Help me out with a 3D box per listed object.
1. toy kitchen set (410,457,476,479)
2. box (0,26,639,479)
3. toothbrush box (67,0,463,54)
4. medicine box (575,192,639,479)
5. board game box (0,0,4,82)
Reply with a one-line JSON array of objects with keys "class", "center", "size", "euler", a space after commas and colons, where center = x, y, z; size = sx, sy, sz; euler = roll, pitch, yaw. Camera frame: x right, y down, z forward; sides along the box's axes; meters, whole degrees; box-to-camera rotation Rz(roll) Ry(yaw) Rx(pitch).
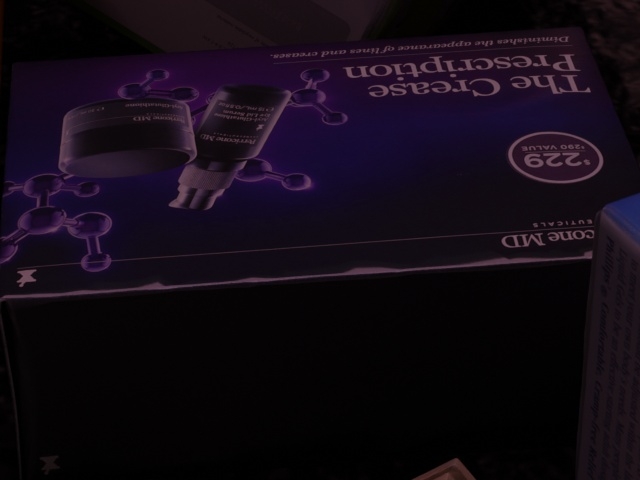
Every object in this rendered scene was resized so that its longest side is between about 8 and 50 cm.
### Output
[{"class": "toy kitchen set", "center": [0.030, 0.137, 0.691], "size": [0.083, 0.075, 0.068], "euler": [-31, 17, 32]}, {"class": "box", "center": [0.000, 0.000, 0.829], "size": [0.261, 0.103, 0.184], "euler": [-4, 38, -4]}, {"class": "toothbrush box", "center": [-0.010, -0.196, 1.011], "size": [0.206, 0.122, 0.283], "euler": [32, 38, 6]}, {"class": "medicine box", "center": [0.275, 0.079, 0.661], "size": [0.263, 0.149, 0.289], "euler": [-18, 37, -21]}, {"class": "board game box", "center": [-0.351, -0.177, 0.769], "size": [0.357, 0.356, 0.356], "euler": [6, 9, 13]}]
